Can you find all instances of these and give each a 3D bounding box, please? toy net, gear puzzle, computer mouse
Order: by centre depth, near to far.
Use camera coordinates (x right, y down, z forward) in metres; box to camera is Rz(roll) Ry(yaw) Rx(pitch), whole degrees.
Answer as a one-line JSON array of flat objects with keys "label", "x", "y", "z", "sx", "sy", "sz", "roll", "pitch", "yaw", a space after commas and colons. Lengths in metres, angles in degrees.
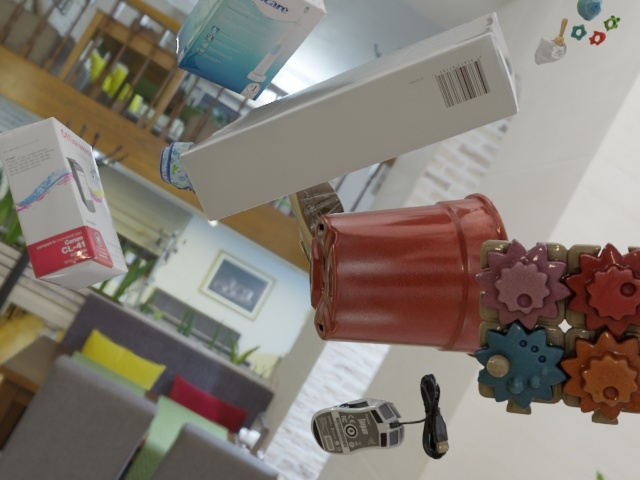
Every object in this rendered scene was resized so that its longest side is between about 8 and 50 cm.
[{"label": "gear puzzle", "x": 0.307, "y": 0.091, "z": 0.641, "sx": 0.338, "sy": 0.176, "sz": 0.044, "roll": 2, "pitch": 11, "yaw": 17}, {"label": "computer mouse", "x": 0.075, "y": 0.234, "z": 0.945, "sx": 0.192, "sy": 0.106, "sz": 0.042, "roll": -12, "pitch": 7, "yaw": 29}, {"label": "toy net", "x": 0.665, "y": -0.539, "z": 1.915, "sx": 0.122, "sy": 0.232, "sz": 0.045, "roll": 45, "pitch": 14, "yaw": -19}]

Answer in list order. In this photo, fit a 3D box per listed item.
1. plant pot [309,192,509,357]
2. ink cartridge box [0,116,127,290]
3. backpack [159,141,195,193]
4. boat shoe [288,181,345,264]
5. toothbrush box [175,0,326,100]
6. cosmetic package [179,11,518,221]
[{"label": "plant pot", "x": 0.128, "y": 0.058, "z": 1.171, "sx": 0.264, "sy": 0.273, "sz": 0.272, "roll": 0, "pitch": 2, "yaw": -12}, {"label": "ink cartridge box", "x": -0.525, "y": -0.068, "z": 1.494, "sx": 0.226, "sy": 0.131, "sz": 0.306, "roll": 75, "pitch": -3, "yaw": -81}, {"label": "backpack", "x": -0.312, "y": -0.167, "z": 1.620, "sx": 0.084, "sy": 0.105, "sz": 0.114, "roll": 5, "pitch": -8, "yaw": 4}, {"label": "boat shoe", "x": 0.000, "y": 0.000, "z": 1.445, "sx": 0.098, "sy": 0.109, "sz": 0.302, "roll": -23, "pitch": -87, "yaw": 50}, {"label": "toothbrush box", "x": -0.163, "y": -0.488, "z": 1.641, "sx": 0.216, "sy": 0.295, "sz": 0.126, "roll": 17, "pitch": 46, "yaw": -33}, {"label": "cosmetic package", "x": 0.050, "y": -0.163, "z": 0.911, "sx": 0.098, "sy": 0.377, "sz": 0.284, "roll": 66, "pitch": 21, "yaw": -17}]
